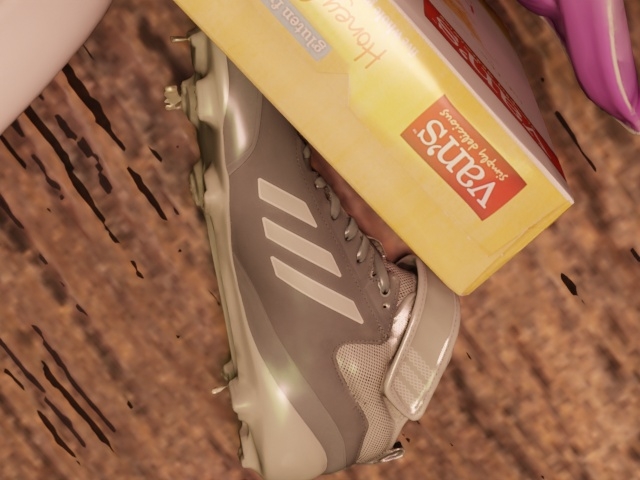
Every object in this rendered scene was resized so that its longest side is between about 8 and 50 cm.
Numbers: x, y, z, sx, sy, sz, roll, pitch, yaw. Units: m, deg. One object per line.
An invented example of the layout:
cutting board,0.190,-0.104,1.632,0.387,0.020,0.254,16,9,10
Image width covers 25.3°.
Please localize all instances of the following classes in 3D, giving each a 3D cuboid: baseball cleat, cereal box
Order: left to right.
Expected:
baseball cleat,0.000,0.000,0.593,0.109,0.072,0.206,-10,113,-9
cereal box,0.000,-0.094,0.461,0.047,0.240,0.173,-41,103,14

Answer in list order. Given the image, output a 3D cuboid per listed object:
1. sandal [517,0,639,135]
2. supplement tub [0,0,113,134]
sandal,0.077,-0.135,0.492,0.102,0.169,0.416,-31,92,8
supplement tub,-0.241,-0.139,0.445,0.228,0.228,0.316,-35,111,12
